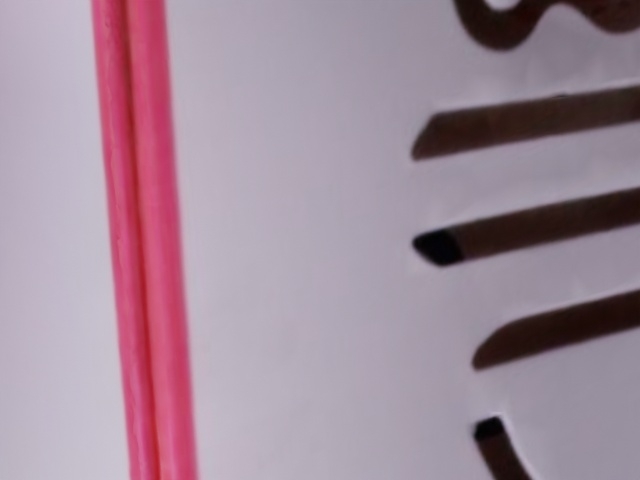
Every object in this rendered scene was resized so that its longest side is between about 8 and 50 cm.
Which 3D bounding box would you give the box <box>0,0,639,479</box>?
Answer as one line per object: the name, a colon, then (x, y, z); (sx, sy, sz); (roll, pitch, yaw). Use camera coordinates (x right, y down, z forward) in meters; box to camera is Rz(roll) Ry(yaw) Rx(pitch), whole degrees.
box: (0.000, 0.000, 0.511); (0.312, 0.314, 0.300); (11, 108, 53)
